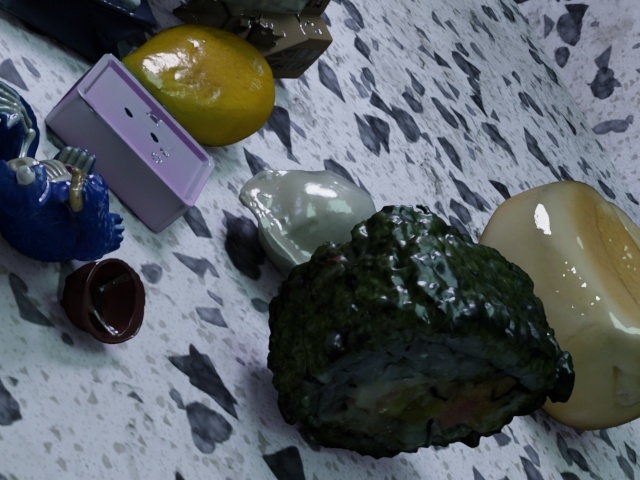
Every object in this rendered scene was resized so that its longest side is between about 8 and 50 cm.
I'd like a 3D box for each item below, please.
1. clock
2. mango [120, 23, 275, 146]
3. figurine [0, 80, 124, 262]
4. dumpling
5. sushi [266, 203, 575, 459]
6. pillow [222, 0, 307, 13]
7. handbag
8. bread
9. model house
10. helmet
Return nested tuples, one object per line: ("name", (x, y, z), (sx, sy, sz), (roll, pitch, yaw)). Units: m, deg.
("clock", (-0.229, -0.120, 1.860), (0.197, 0.063, 0.150), (46, 24, -13))
("mango", (-0.163, -0.209, 2.043), (0.317, 0.119, 0.176), (-11, 73, -61))
("figurine", (-0.282, -0.040, 1.542), (0.164, 0.121, 0.262), (53, 0, 19))
("dumpling", (0.000, 0.000, 2.002), (0.258, 0.147, 0.193), (26, 38, -32))
("sushi", (0.102, 0.129, 1.818), (0.352, 0.294, 0.178), (26, 37, -43))
("pillow", (-0.151, -0.423, 2.154), (0.255, 0.119, 0.322), (17, 23, -17))
("handbag", (-0.355, -0.402, 1.982), (0.269, 0.118, 0.325), (25, 33, -45))
("bread", (0.418, 0.113, 2.469), (0.348, 0.253, 0.376), (12, 43, -49))
("model house", (-0.116, -0.354, 2.323), (0.248, 0.176, 0.181), (-5, 59, -44))
("helmet", (-0.236, 0.063, 1.591), (0.111, 0.057, 0.089), (33, 63, -59))
